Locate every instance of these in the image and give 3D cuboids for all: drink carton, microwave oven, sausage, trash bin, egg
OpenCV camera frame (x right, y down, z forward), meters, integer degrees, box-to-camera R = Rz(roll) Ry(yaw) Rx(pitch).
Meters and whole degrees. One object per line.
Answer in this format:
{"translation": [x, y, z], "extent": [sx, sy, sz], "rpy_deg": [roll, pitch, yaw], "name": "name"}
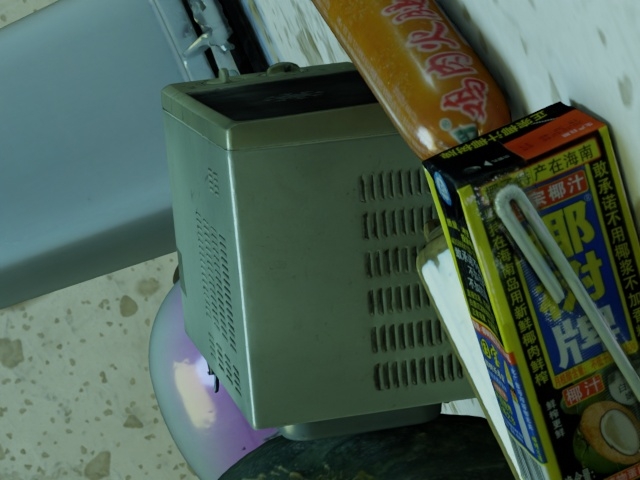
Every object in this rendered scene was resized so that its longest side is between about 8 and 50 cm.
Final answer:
{"translation": [0.103, 0.031, 0.766], "extent": [0.056, 0.071, 0.166], "rpy_deg": [42, 155, 63], "name": "drink carton"}
{"translation": [0.000, 0.000, 1.023], "extent": [0.240, 0.145, 0.194], "rpy_deg": [-145, 46, -74], "name": "microwave oven"}
{"translation": [0.015, -0.141, 0.933], "extent": [0.053, 0.053, 0.348], "rpy_deg": [76, 168, -46], "name": "sausage"}
{"translation": [-0.223, -0.079, 1.520], "extent": [0.296, 0.367, 0.256], "rpy_deg": [111, 137, -77], "name": "trash bin"}
{"translation": [-0.033, 0.131, 1.500], "extent": [0.271, 0.196, 0.196], "rpy_deg": [62, 176, -33], "name": "egg"}

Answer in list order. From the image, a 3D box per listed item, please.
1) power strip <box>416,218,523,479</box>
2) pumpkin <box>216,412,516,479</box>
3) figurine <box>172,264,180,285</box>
{"translation": [0.129, 0.115, 0.850], "extent": [0.044, 0.064, 0.305], "rpy_deg": [-37, 70, 39], "name": "power strip"}
{"translation": [0.051, 0.242, 1.028], "extent": [0.328, 0.257, 0.292], "rpy_deg": [130, 130, -82], "name": "pumpkin"}
{"translation": [-0.061, 0.088, 1.868], "extent": [0.229, 0.112, 0.137], "rpy_deg": [54, 139, 32], "name": "figurine"}
